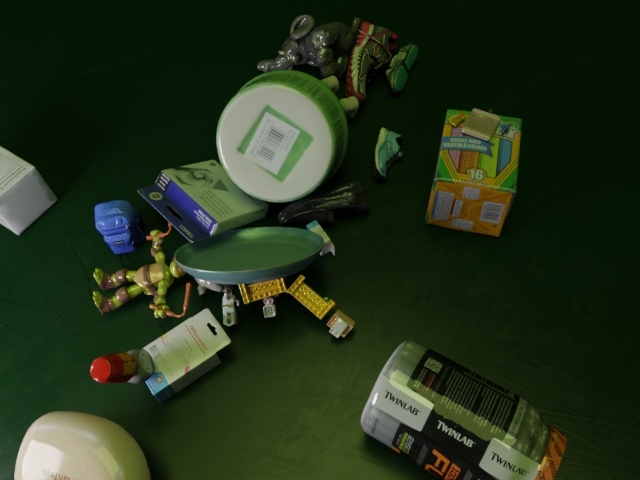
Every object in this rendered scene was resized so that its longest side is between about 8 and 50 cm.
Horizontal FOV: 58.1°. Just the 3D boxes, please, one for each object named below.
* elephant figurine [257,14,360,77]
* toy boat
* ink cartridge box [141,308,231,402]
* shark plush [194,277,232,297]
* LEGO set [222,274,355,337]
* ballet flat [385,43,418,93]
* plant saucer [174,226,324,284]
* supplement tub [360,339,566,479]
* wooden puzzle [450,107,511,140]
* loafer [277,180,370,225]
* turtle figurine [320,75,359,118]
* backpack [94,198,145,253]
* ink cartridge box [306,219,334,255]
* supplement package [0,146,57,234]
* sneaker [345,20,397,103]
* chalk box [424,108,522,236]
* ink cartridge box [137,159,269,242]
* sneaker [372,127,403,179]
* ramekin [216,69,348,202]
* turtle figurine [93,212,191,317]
[{"bbox_3d":[-0.038,-0.559,1.651,0.240,0.169,0.186,22,30,36],"label":"elephant figurine"},{"bbox_3d":[-0.400,0.355,1.060,0.268,0.148,0.318,17,86,16],"label":"toy boat"},{"bbox_3d":[-0.280,0.235,1.191,0.181,0.061,0.104,-33,61,-16],"label":"ink cartridge box"},{"bbox_3d":[-0.262,0.069,1.323,0.067,0.073,0.161,-12,33,-28],"label":"shark plush"},{"bbox_3d":[-0.066,0.127,1.249,0.287,0.107,0.132,5,92,1],"label":"LEGO set"},{"bbox_3d":[0.221,-0.484,1.639,0.070,0.070,0.188,20,58,16],"label":"ballet flat"},{"bbox_3d":[-0.149,0.031,1.236,0.318,0.043,0.317,-4,16,1],"label":"plant saucer"},{"bbox_3d":[0.248,0.329,1.021,0.316,0.193,0.193,26,62,20],"label":"supplement tub"},{"bbox_3d":[0.359,-0.260,1.293,0.116,0.014,0.078,30,68,21],"label":"wooden puzzle"},{"bbox_3d":[0.009,-0.073,1.366,0.224,0.076,0.078,-19,80,-5],"label":"loafer"},{"bbox_3d":[-0.049,-0.320,1.518,0.266,0.274,0.198,-25,33,-36],"label":"turtle figurine"},{"bbox_3d":[-0.466,-0.034,1.343,0.098,0.120,0.101,-15,57,-7],"label":"backpack"},{"bbox_3d":[0.000,0.000,1.335,0.028,0.048,0.083,-28,59,-14],"label":"ink cartridge box"},{"bbox_3d":[-0.807,-0.144,1.427,0.244,0.133,0.139,28,63,20],"label":"supplement package"},{"bbox_3d":[0.140,-0.501,1.614,0.112,0.120,0.299,15,61,3],"label":"sneaker"},{"bbox_3d":[0.363,-0.185,1.359,0.179,0.180,0.288,10,57,9],"label":"chalk box"},{"bbox_3d":[-0.276,-0.102,1.366,0.223,0.045,0.224,39,40,24],"label":"ink cartridge box"},{"bbox_3d":[0.174,-0.221,1.462,0.073,0.063,0.162,12,59,7],"label":"sneaker"},{"bbox_3d":[-0.091,-0.233,1.327,0.304,0.303,0.148,5,20,6],"label":"ramekin"},{"bbox_3d":[-0.390,0.074,1.288,0.218,0.087,0.269,-16,62,1],"label":"turtle figurine"}]
